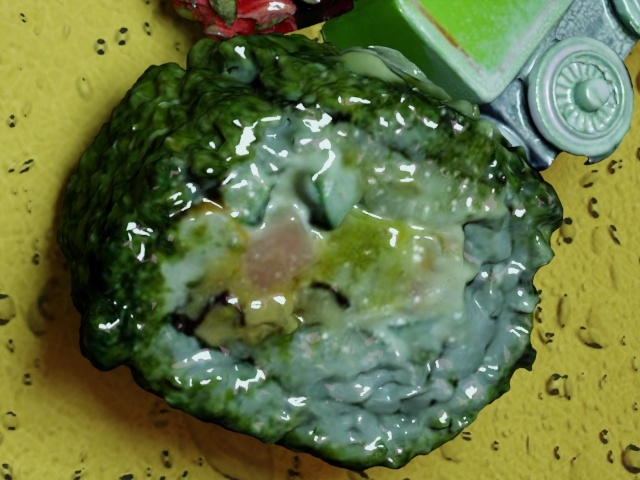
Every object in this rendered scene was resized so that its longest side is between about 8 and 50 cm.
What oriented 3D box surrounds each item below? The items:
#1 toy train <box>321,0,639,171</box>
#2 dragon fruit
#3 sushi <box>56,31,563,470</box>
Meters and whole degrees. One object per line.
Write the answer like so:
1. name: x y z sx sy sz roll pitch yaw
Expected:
1. toy train: 0.172 -0.201 1.416 0.249 0.173 0.307 45 69 -15
2. dragon fruit: -0.048 -0.245 1.281 0.166 0.160 0.172 -19 102 -7
3. sushi: 0.000 0.000 1.250 0.352 0.178 0.294 22 103 -26
